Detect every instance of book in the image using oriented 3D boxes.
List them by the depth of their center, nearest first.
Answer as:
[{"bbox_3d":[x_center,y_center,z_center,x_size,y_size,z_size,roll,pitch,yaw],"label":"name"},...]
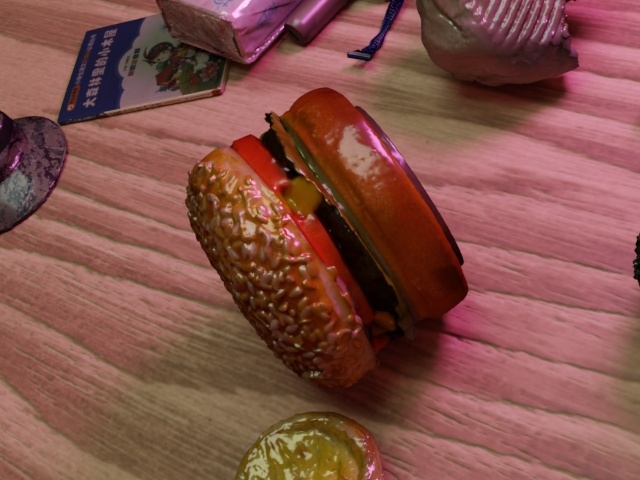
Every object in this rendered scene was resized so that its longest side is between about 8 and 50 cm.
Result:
[{"bbox_3d":[-0.296,-0.312,1.782,0.322,0.018,0.228,-8,52,20],"label":"book"}]

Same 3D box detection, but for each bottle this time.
[{"bbox_3d":[0.002,-0.381,1.668,0.053,0.053,0.140,30,71,39],"label":"bottle"}]

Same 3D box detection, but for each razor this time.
[{"bbox_3d":[0.096,-0.334,1.603,0.044,0.028,0.155,14,63,33],"label":"razor"}]

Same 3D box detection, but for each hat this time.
[{"bbox_3d":[-0.556,-0.146,1.709,0.265,0.128,0.266,-13,47,14],"label":"hat"}]

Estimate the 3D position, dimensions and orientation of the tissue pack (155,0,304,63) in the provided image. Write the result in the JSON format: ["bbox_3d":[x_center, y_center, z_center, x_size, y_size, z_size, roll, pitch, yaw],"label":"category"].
[{"bbox_3d":[-0.118,-0.435,1.708,0.201,0.124,0.271,24,65,35],"label":"tissue pack"}]

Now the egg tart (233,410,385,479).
[{"bbox_3d":[-0.009,0.280,1.147,0.191,0.074,0.191,-14,49,16],"label":"egg tart"}]

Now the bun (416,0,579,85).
[{"bbox_3d":[0.245,-0.347,1.415,0.281,0.281,0.205,-42,6,-9],"label":"bun"}]

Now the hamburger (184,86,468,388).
[{"bbox_3d":[0.000,0.000,1.197,0.250,0.330,0.330,-34,48,1],"label":"hamburger"}]

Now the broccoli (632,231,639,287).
[{"bbox_3d":[0.451,-0.042,1.042,0.297,0.297,0.297,-17,19,6],"label":"broccoli"}]
